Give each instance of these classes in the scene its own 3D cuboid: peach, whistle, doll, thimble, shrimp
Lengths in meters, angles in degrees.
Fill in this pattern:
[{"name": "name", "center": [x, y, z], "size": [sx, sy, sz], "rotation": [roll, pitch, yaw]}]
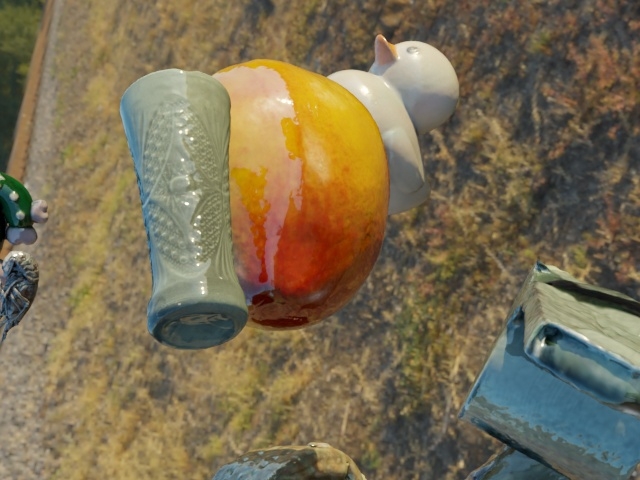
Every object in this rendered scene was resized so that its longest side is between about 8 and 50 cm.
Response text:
[{"name": "peach", "center": [-0.046, -0.044, 1.002], "size": [0.308, 0.289, 0.289], "rotation": [53, 130, 30]}, {"name": "whistle", "center": [0.254, 0.111, 0.819], "size": [0.188, 0.168, 0.405], "rotation": [-59, -12, -18]}, {"name": "doll", "center": [0.106, -0.168, 1.240], "size": [0.251, 0.221, 0.221], "rotation": [68, 171, -23]}, {"name": "thimble", "center": [-0.055, 0.385, 1.204], "size": [0.148, 0.196, 0.229], "rotation": [-9, 34, 49]}, {"name": "shrimp", "center": [-0.491, 0.093, 1.384], "size": [0.165, 0.065, 0.056], "rotation": [-66, 29, 11]}]

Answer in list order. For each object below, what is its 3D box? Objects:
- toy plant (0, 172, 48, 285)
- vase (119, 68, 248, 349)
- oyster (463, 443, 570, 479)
[{"name": "toy plant", "center": [-0.588, -0.027, 1.418], "size": [0.243, 0.232, 0.112], "rotation": [-58, 14, 3]}, {"name": "vase", "center": [-0.107, -0.025, 0.693], "size": [0.096, 0.096, 0.219], "rotation": [-51, 41, 46]}, {"name": "oyster", "center": [0.235, 0.295, 1.027], "size": [0.341, 0.166, 0.110], "rotation": [-43, 62, 11]}]
